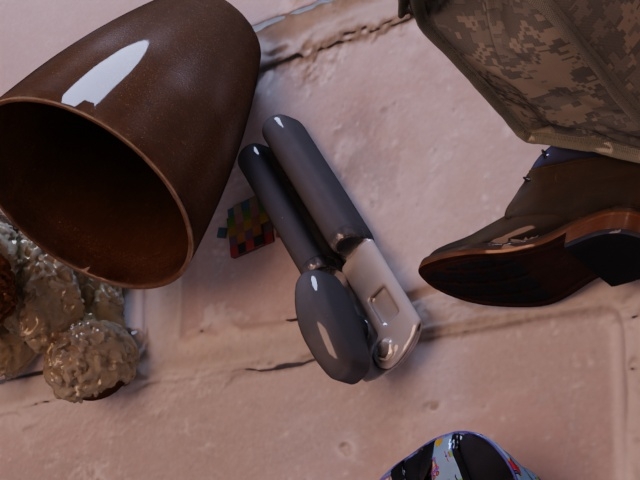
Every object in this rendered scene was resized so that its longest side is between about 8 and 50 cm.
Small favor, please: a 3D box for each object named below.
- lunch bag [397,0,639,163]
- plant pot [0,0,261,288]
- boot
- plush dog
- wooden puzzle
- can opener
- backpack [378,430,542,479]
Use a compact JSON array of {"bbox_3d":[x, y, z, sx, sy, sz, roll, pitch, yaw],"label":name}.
[{"bbox_3d":[0.174,-0.217,1.075,0.169,0.287,0.235,16,75,41],"label":"lunch bag"},{"bbox_3d":[-0.153,-0.113,1.401,0.215,0.215,0.230,-5,40,40],"label":"plant pot"},{"bbox_3d":[0.175,-0.015,1.206,0.219,0.082,0.106,-11,48,42],"label":"boot"},{"bbox_3d":[-0.307,0.029,1.484,0.262,0.225,0.210,7,82,42],"label":"plush dog"},{"bbox_3d":[-0.064,-0.014,1.437,0.083,0.006,0.049,-23,63,34],"label":"wooden puzzle"},{"bbox_3d":[0.000,0.000,1.329,0.074,0.093,0.280,-46,48,22],"label":"can opener"},{"bbox_3d":[0.115,0.231,1.137,0.158,0.117,0.173,-40,56,26],"label":"backpack"}]
